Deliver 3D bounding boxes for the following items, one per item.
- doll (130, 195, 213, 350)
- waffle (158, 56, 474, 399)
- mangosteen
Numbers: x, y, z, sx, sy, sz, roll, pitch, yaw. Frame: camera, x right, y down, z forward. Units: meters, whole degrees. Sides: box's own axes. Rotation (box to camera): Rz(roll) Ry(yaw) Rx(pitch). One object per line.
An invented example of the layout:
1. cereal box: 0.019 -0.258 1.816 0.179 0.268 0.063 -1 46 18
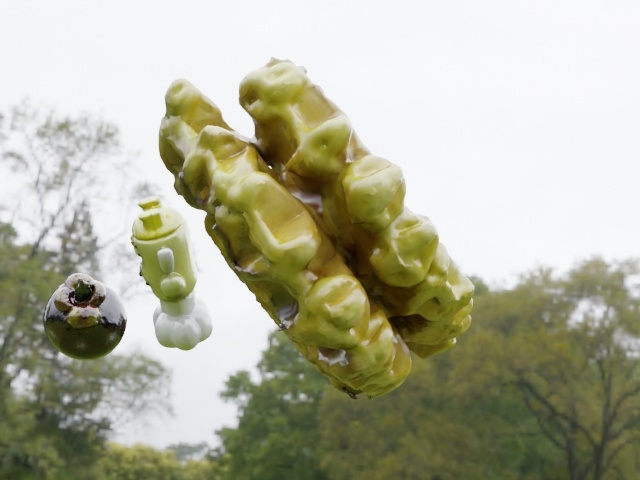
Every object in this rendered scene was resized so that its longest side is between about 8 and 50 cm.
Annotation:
1. doll: -0.152 0.038 1.051 0.062 0.162 0.106 -14 22 -4
2. waffle: 0.000 0.000 0.848 0.151 0.261 0.324 -35 -15 0
3. mangosteen: -0.347 0.106 1.522 0.140 0.140 0.140 7 -14 2
